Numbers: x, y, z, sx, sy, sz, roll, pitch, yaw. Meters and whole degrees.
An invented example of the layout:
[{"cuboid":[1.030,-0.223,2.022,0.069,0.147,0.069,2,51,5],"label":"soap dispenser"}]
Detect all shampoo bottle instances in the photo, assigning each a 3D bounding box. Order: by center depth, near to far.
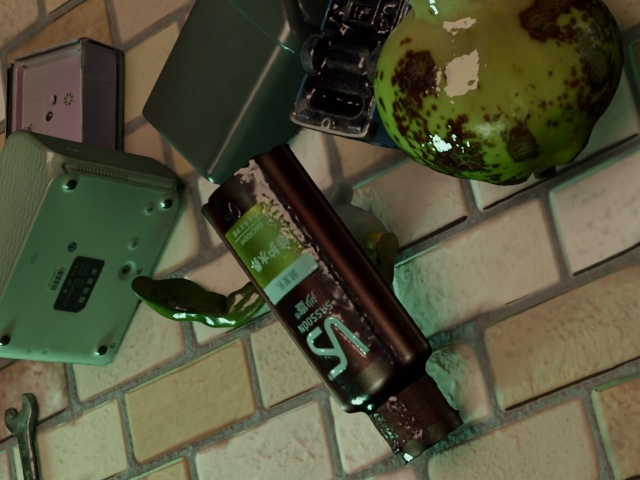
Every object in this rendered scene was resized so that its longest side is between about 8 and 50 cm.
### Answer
[{"cuboid":[0.015,0.067,1.653,0.129,0.084,0.323,-40,81,40],"label":"shampoo bottle"}]

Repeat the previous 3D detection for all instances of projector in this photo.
[{"cuboid":[-0.288,0.015,1.919,0.108,0.198,0.250,34,105,39],"label":"projector"}]

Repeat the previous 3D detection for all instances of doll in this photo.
[{"cuboid":[0.000,0.000,1.754,0.207,0.081,0.129,16,101,42],"label":"doll"}]

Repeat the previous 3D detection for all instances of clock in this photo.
[{"cuboid":[-0.308,-0.136,2.048,0.145,0.073,0.193,-9,76,39],"label":"clock"}]

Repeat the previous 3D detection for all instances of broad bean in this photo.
[{"cuboid":[-0.131,0.067,1.875,0.195,0.046,0.061,-4,67,35],"label":"broad bean"}]

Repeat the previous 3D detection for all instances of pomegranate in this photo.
[{"cuboid":[0.153,-0.176,1.534,0.222,0.276,0.204,-32,56,-8],"label":"pomegranate"}]

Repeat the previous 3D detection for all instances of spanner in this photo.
[{"cuboid":[-0.341,0.306,2.029,0.054,0.015,0.254,-26,66,32],"label":"spanner"}]

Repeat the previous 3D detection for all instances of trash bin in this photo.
[{"cuboid":[-0.080,-0.193,1.850,0.177,0.101,0.236,43,111,36],"label":"trash bin"}]

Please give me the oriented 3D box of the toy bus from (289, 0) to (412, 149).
[{"cuboid":[0.072,-0.204,1.698,0.116,0.133,0.234,17,88,40],"label":"toy bus"}]
